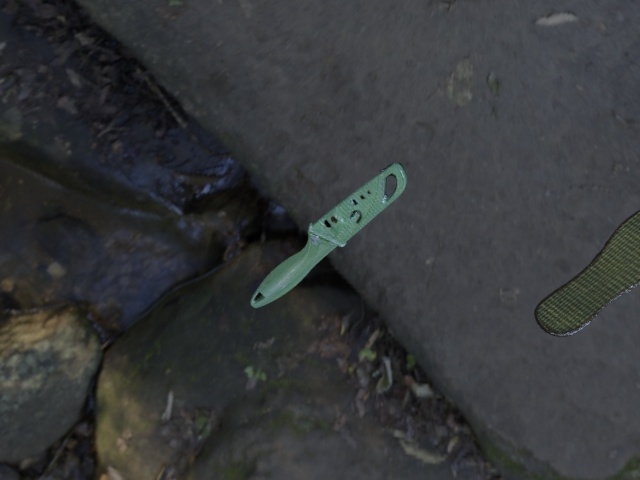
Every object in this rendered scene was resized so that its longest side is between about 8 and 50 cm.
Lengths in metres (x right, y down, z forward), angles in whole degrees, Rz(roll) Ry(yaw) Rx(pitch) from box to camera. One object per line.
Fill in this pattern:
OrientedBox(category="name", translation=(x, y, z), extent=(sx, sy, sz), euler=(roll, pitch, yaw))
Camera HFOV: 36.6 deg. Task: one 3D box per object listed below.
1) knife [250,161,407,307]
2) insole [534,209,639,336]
OrientedBox(category="knife", translation=(-0.001, 0.001, 1.061), extent=(0.043, 0.020, 0.293), euler=(47, 131, -3))
OrientedBox(category="insole", translation=(0.374, 0.033, 1.219), extent=(0.253, 0.086, 0.005), euler=(-40, 142, -8))
